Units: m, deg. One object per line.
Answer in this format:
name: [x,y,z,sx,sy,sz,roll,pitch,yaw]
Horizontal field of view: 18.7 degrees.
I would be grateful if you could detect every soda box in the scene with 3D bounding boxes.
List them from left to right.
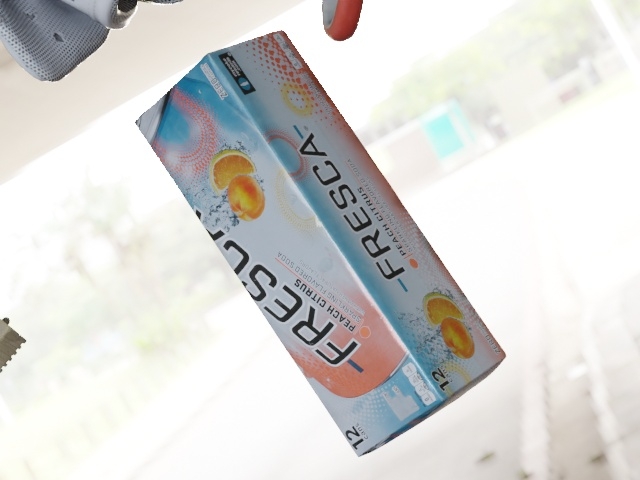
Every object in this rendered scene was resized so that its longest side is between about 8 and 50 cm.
soda box: [0.000,0.000,0.859,0.058,0.183,0.063,-39,-8,36]

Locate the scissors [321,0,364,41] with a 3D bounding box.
scissors: [0.033,-0.229,1.084,0.021,0.109,0.297,5,-36,-11]

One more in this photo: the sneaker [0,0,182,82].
sneaker: [-0.195,-0.197,0.969,0.366,0.210,0.137,-5,-41,-54]

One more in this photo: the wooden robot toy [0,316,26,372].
wooden robot toy: [-0.237,0.128,1.225,0.173,0.076,0.079,-68,-24,-14]
